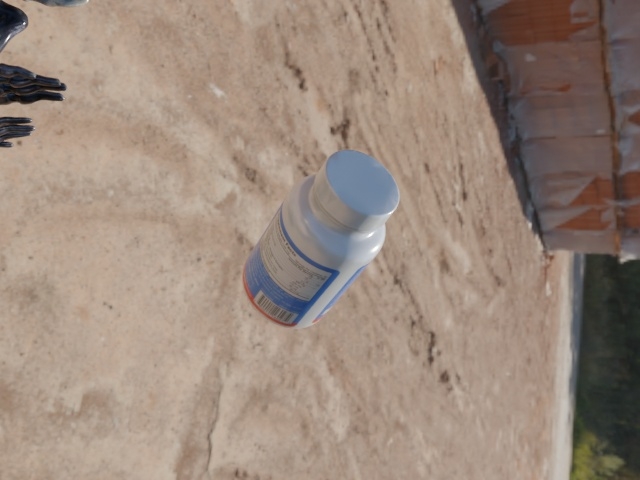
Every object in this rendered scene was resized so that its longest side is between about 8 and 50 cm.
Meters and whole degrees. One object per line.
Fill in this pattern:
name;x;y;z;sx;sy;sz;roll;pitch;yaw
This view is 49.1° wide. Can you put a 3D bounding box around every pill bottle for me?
pill bottle;0.000;0.000;0.819;0.221;0.124;0.124;-52;-171;45

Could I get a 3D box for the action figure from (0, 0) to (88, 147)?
action figure;-0.192;-0.195;0.416;0.140;0.164;0.276;2;75;-28
